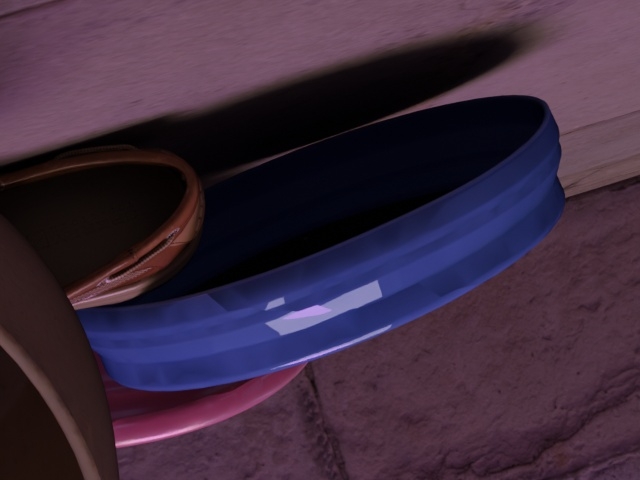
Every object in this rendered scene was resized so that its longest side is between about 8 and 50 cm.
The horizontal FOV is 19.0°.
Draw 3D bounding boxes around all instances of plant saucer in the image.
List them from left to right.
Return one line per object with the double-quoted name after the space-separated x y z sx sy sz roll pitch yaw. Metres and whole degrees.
-0.169 0.069 1.650 0.332 0.084 0.332 -8 -159 3 "plant saucer"

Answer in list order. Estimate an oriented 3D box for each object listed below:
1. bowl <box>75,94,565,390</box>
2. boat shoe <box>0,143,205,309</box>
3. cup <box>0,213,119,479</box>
0.000 0.000 1.427 0.391 0.077 0.391 -21 -167 5 "bowl"
-0.222 0.012 1.220 0.324 0.122 0.120 -25 173 -17 "boat shoe"
-0.243 0.085 0.948 0.331 0.331 0.237 -19 -159 14 "cup"
